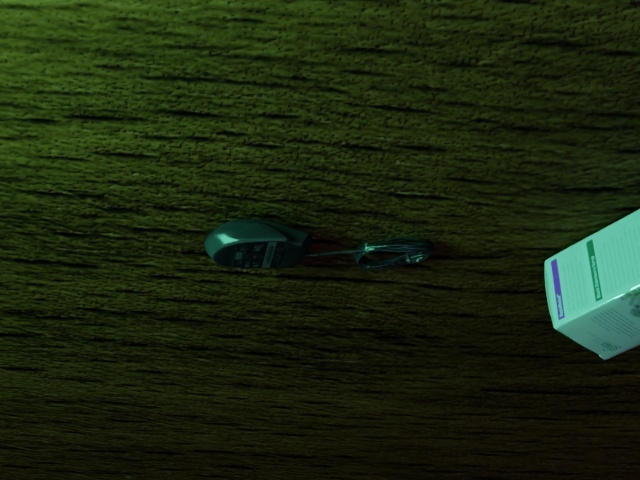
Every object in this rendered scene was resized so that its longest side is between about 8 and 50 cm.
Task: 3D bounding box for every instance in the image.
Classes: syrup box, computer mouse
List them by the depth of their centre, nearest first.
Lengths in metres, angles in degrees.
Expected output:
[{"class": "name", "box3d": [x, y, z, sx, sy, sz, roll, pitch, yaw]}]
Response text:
[{"class": "syrup box", "box3d": [0.350, 0.024, 1.033, 0.093, 0.096, 0.237, 30, 135, -31]}, {"class": "computer mouse", "box3d": [0.000, 0.000, 1.063, 0.242, 0.041, 0.071, 2, 152, -13]}]
